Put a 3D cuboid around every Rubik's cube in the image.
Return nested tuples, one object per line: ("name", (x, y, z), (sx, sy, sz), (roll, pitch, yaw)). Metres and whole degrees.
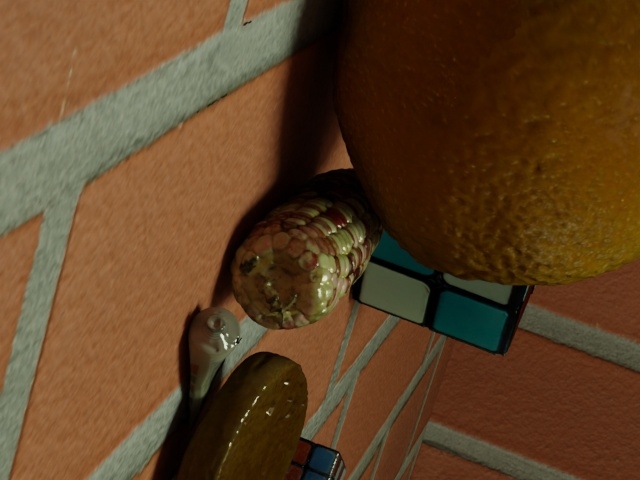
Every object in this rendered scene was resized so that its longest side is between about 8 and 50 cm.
("Rubik's cube", (0.150, -0.017, 1.933), (0.167, 0.183, 0.180), (96, 15, -52))
("Rubik's cube", (-0.038, 0.217, 1.623), (0.092, 0.092, 0.092), (75, 36, -75))

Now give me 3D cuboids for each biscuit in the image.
("biscuit", (-0.104, 0.274, 1.448), (0.283, 0.064, 0.432), (-29, 138, -61))

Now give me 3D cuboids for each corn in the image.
("corn", (0.000, 0.000, 1.418), (0.253, 0.086, 0.086), (-47, 155, -70))

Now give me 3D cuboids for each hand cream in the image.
("hand cream", (-0.080, 0.089, 1.338), (0.165, 0.037, 0.057), (107, 7, -66))

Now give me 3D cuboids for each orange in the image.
("orange", (0.163, -0.135, 1.383), (0.322, 0.322, 0.357), (-54, 163, -59))
